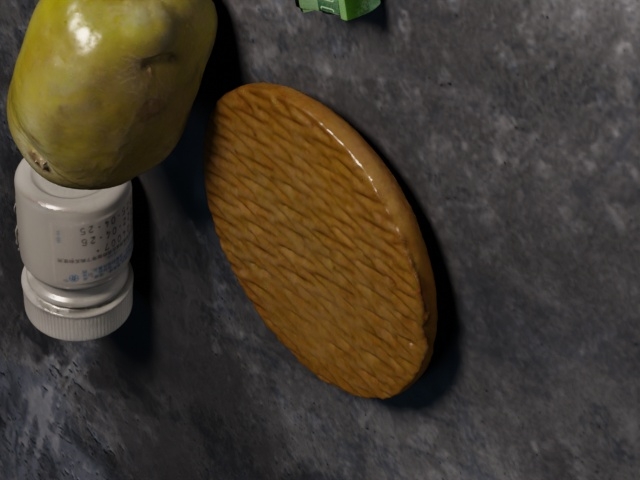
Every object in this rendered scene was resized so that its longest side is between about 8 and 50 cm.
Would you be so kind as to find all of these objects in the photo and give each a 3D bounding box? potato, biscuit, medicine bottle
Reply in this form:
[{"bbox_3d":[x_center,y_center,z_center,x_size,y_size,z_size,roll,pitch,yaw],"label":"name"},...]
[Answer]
[{"bbox_3d":[-0.161,-0.128,1.369,0.137,0.154,0.200,17,147,-13],"label":"potato"},{"bbox_3d":[0.001,0.000,1.351,0.262,0.037,0.262,37,142,36],"label":"biscuit"},{"bbox_3d":[-0.220,-0.001,1.628,0.105,0.105,0.168,41,144,32],"label":"medicine bottle"}]

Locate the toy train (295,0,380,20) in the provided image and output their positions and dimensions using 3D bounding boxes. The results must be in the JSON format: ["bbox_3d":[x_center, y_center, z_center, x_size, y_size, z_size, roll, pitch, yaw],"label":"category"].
[{"bbox_3d":[0.007,-0.188,1.182,0.056,0.038,0.093,24,134,44],"label":"toy train"}]
